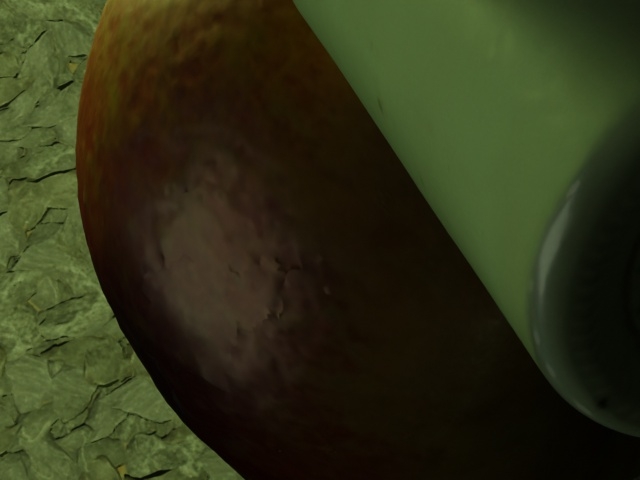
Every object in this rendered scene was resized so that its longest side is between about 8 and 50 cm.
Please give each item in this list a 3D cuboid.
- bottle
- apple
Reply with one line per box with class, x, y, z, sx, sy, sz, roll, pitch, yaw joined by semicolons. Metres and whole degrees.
bottle;0.054;-0.062;0.494;0.245;0.104;0.104;-120;11;-51
apple;0.000;0.000;0.710;0.251;0.163;0.293;48;162;34
